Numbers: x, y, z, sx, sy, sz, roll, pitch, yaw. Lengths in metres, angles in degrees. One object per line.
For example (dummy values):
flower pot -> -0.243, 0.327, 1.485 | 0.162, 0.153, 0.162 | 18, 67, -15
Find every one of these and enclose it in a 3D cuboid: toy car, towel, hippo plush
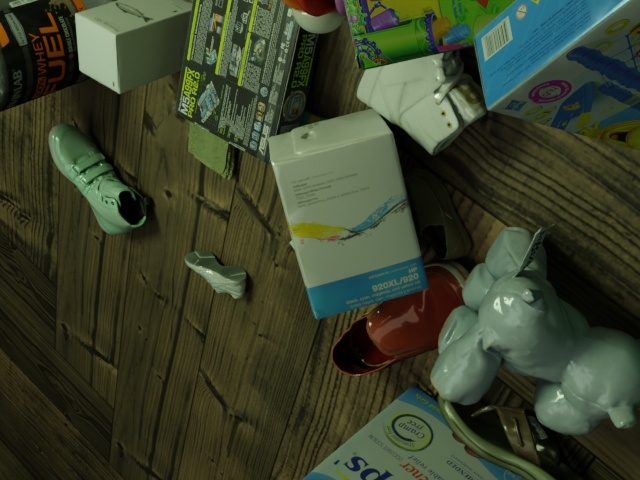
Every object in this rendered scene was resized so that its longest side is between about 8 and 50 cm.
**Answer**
toy car -> 0.025, -0.337, 1.179 | 0.182, 0.136, 0.159 | 4, 119, 17
towel -> -0.186, -0.185, 1.608 | 0.110, 0.027, 0.148 | 34, 136, 28
hippo plush -> 0.308, 0.118, 1.189 | 0.236, 0.234, 0.294 | 28, 138, -3

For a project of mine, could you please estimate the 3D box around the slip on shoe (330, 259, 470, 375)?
slip on shoe -> 0.126, 0.132, 1.428 | 0.123, 0.101, 0.331 | 57, 140, 4

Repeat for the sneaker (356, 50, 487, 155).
sneaker -> 0.160, -0.233, 1.162 | 0.169, 0.108, 0.292 | 43, 148, 15

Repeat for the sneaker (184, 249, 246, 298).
sneaker -> -0.203, 0.067, 1.768 | 0.152, 0.053, 0.061 | 27, 134, 32

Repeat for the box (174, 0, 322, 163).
box -> -0.108, -0.280, 1.393 | 0.216, 0.060, 0.270 | 30, 119, 31

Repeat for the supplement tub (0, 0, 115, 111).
supplement tub -> -0.530, -0.347, 1.618 | 0.207, 0.338, 0.207 | 26, 132, 33

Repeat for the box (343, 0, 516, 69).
box -> 0.150, -0.355, 0.934 | 0.279, 0.177, 0.290 | -9, 110, 14

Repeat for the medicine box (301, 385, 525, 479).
medicine box -> 0.148, 0.413, 1.434 | 0.263, 0.289, 0.149 | 34, 135, 27

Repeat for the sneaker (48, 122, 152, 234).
sneaker -> -0.431, -0.130, 1.846 | 0.151, 0.094, 0.256 | -6, 120, 54

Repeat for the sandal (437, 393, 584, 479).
sandal -> 0.308, 0.296, 1.355 | 0.302, 0.120, 0.086 | 32, 107, 26

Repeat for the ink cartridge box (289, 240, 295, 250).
ink cartridge box -> 0.000, 0.000, 1.531 | 0.063, 0.029, 0.115 | 55, 142, 3

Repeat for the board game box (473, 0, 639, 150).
board game box -> 0.353, -0.193, 0.826 | 0.308, 0.301, 0.086 | -37, 50, 51

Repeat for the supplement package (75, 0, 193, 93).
supplement package -> -0.291, -0.327, 1.505 | 0.105, 0.179, 0.105 | 32, 134, 28

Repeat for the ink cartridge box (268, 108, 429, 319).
ink cartridge box -> 0.035, -0.043, 1.308 | 0.171, 0.168, 0.233 | -106, 0, -71

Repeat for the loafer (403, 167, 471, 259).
loafer -> 0.161, -0.036, 1.321 | 0.148, 0.050, 0.056 | 56, 141, 2

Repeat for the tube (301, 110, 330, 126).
tube -> -0.041, -0.178, 1.449 | 0.207, 0.052, 0.080 | 26, 137, 28
